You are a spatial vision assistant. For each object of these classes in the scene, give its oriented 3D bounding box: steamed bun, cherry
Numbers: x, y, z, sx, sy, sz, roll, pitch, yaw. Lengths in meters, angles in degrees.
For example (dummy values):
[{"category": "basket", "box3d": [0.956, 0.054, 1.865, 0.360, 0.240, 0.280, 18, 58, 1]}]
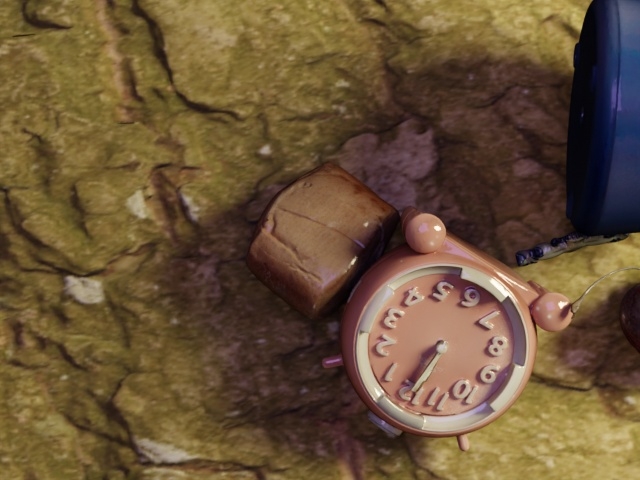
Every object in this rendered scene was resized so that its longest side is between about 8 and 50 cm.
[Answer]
[{"category": "steamed bun", "box3d": [0.000, 0.000, 1.557, 0.145, 0.106, 0.175, 34, 72, 22]}, {"category": "cherry", "box3d": [0.382, 0.103, 1.485, 0.188, 0.148, 0.115, -35, 44, -28]}]

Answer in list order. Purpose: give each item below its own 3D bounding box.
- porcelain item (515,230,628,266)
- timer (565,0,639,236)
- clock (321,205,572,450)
[{"category": "porcelain item", "box3d": [0.297, 0.001, 1.540, 0.136, 0.075, 0.021, -16, 81, 2]}, {"category": "timer", "box3d": [0.475, -0.126, 1.454, 0.383, 0.270, 0.270, 4, 81, 4]}, {"category": "clock", "box3d": [0.132, 0.112, 1.510, 0.227, 0.142, 0.241, 31, 94, -5]}]
